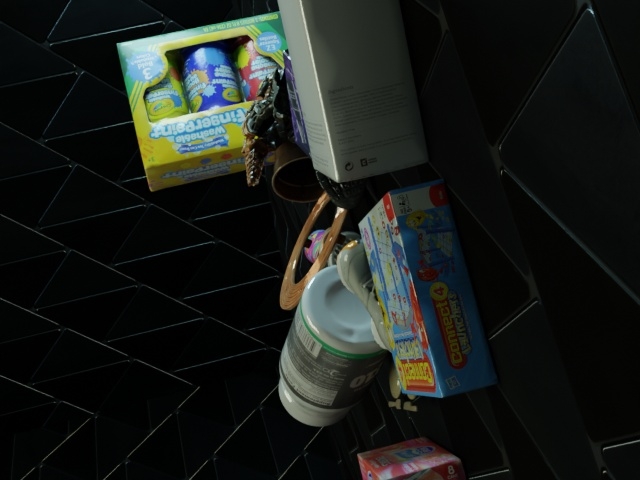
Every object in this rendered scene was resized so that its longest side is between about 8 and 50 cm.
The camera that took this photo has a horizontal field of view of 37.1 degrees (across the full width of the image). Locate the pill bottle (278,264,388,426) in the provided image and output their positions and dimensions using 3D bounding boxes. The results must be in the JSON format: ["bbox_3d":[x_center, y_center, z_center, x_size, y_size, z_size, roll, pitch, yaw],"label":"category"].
[{"bbox_3d":[0.028,0.228,1.968,0.361,0.204,0.204,110,149,-51],"label":"pill bottle"}]

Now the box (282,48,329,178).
[{"bbox_3d":[0.019,-0.243,1.741,0.153,0.108,0.207,50,155,48],"label":"box"}]

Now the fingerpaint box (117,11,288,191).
[{"bbox_3d":[-0.272,-0.366,2.491,0.163,0.445,0.371,100,156,-70],"label":"fingerpaint box"}]

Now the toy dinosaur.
[{"bbox_3d":[-0.097,-0.256,2.097,0.218,0.164,0.322,-23,63,45],"label":"toy dinosaur"}]

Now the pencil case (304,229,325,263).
[{"bbox_3d":[0.023,0.027,2.362,0.236,0.104,0.104,-155,52,-78],"label":"pencil case"}]

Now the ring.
[{"bbox_3d":[0.000,0.000,2.056,0.336,0.032,0.336,-60,12,22],"label":"ring"}]

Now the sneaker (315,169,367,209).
[{"bbox_3d":[0.036,-0.185,1.927,0.130,0.109,0.286,65,-168,-65],"label":"sneaker"}]

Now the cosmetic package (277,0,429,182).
[{"bbox_3d":[0.037,-0.288,1.447,0.197,0.155,0.365,-132,30,-74],"label":"cosmetic package"}]

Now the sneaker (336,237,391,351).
[{"bbox_3d":[0.121,0.110,1.689,0.262,0.099,0.121,60,172,-30],"label":"sneaker"}]

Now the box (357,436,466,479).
[{"bbox_3d":[0.177,0.472,1.793,0.300,0.154,0.142,145,111,-83],"label":"box"}]

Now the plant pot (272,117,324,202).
[{"bbox_3d":[-0.036,-0.202,2.189,0.167,0.167,0.165,87,175,-56],"label":"plant pot"}]

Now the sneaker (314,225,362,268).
[{"bbox_3d":[0.056,0.119,2.165,0.127,0.126,0.321,-133,41,-66],"label":"sneaker"}]

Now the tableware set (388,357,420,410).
[{"bbox_3d":[0.175,0.263,1.849,0.194,0.039,0.128,146,125,-76],"label":"tableware set"}]

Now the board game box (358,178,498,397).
[{"bbox_3d":[0.157,0.085,1.484,0.308,0.086,0.302,124,132,-80],"label":"board game box"}]
